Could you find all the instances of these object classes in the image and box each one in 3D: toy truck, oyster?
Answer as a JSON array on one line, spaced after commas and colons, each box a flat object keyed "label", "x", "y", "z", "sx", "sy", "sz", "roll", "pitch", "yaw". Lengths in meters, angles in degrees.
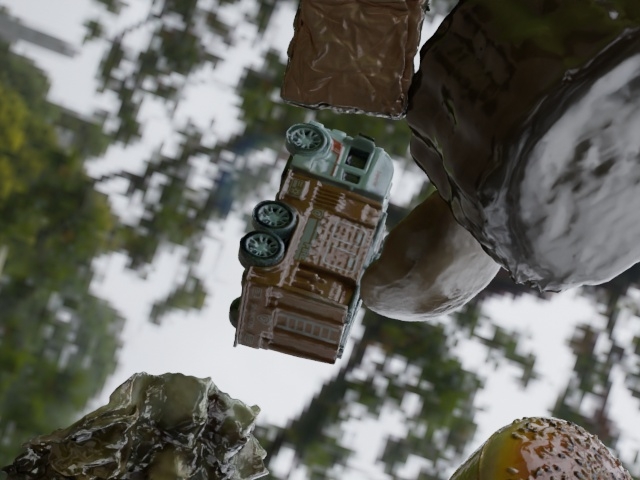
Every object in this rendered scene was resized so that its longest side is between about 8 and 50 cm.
[{"label": "toy truck", "x": 0.000, "y": 0.000, "z": 2.212, "sx": 0.136, "sy": 0.162, "sz": 0.305, "roll": 101, "pitch": 7, "yaw": -46}, {"label": "oyster", "x": -0.157, "y": 0.240, "z": 1.492, "sx": 0.115, "sy": 0.237, "sz": 0.351, "roll": 53, "pitch": -50, "yaw": 48}]

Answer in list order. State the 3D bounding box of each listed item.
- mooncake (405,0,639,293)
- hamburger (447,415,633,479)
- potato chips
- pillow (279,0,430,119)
[{"label": "mooncake", "x": 0.237, "y": -0.127, "z": 1.681, "sx": 0.187, "sy": 0.324, "sz": 0.324, "roll": 54, "pitch": -53, "yaw": 40}, {"label": "hamburger", "x": 0.281, "y": 0.347, "z": 2.178, "sx": 0.176, "sy": 0.300, "sz": 0.300, "roll": -34, "pitch": -145, "yaw": 32}, {"label": "potato chips", "x": 0.135, "y": 0.022, "z": 1.887, "sx": 0.195, "sy": 0.062, "sz": 0.208, "roll": -41, "pitch": 150, "yaw": -11}, {"label": "pillow", "x": 0.043, "y": -0.231, "z": 1.728, "sx": 0.043, "sy": 0.126, "sz": 0.233, "roll": 40, "pitch": 63, "yaw": -77}]
